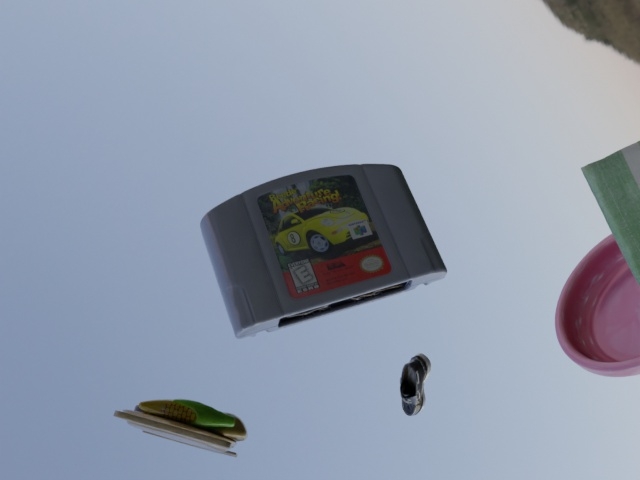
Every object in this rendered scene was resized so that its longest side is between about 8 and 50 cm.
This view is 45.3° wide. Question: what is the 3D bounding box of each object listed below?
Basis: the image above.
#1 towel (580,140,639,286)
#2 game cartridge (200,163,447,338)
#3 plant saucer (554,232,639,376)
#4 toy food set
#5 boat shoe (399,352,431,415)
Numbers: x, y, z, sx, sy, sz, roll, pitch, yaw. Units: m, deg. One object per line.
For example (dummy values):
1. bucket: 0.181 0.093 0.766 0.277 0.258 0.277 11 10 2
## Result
1. towel: 0.509 -0.044 0.886 0.248 0.324 0.038 65 -160 4
2. game cartridge: 0.000 0.000 1.019 0.294 0.060 0.196 -15 -118 -15
3. plant saucer: 0.585 0.109 1.390 0.084 0.332 0.332 38 -144 -22
4. toy food set: -0.140 0.189 0.802 0.132 0.192 0.039 16 -109 0
5. boat shoe: 0.144 0.235 1.218 0.038 0.125 0.046 -24 -132 -37
